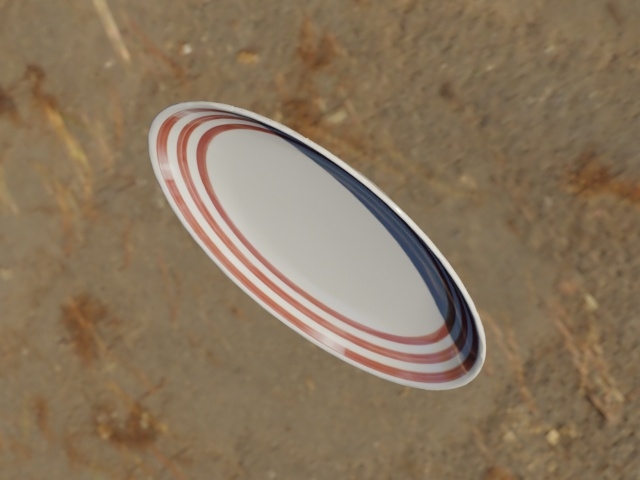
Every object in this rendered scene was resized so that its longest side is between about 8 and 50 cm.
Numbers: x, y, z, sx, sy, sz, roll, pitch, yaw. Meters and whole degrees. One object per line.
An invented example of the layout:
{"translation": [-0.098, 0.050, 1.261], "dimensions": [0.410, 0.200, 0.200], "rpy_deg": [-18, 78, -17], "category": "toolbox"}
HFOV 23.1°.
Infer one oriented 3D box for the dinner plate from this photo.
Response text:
{"translation": [0.000, 0.000, 0.540], "dimensions": [0.141, 0.017, 0.141], "rpy_deg": [32, 157, 15], "category": "dinner plate"}
